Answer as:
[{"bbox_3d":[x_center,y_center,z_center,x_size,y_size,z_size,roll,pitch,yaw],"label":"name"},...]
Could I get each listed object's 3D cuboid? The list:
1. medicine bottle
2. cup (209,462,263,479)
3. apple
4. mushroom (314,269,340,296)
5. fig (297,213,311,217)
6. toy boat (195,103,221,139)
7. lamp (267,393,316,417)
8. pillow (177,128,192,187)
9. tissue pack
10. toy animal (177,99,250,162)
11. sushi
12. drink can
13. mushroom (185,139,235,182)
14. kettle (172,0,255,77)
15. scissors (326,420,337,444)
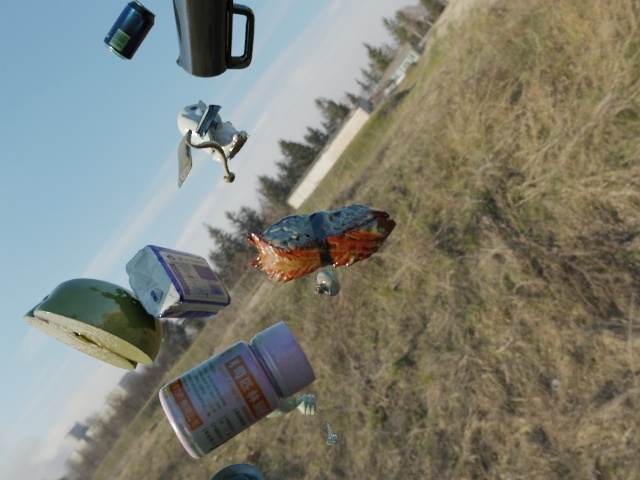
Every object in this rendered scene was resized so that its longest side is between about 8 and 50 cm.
[{"bbox_3d":[-0.223,0.403,1.570,0.388,0.219,0.219,-28,-3,-15],"label":"medicine bottle"},{"bbox_3d":[-0.269,0.864,1.878,0.199,0.198,0.150,-58,-37,-55],"label":"cup"},{"bbox_3d":[-0.657,0.258,1.655,0.320,0.360,0.312,-51,23,11],"label":"apple"},{"bbox_3d":[0.015,0.134,1.697,0.079,0.085,0.085,-34,-3,-20],"label":"mushroom"},{"bbox_3d":[-0.058,-0.019,1.943,0.167,0.233,0.167,-63,2,4],"label":"fig"},{"bbox_3d":[-0.395,-0.424,2.035,0.060,0.060,0.137,27,92,58],"label":"toy boat"},{"bbox_3d":[-0.111,0.523,1.839,0.106,0.192,0.106,-173,90,-84],"label":"lamp"},{"bbox_3d":[-0.487,-0.293,2.034,0.130,0.033,0.218,-50,39,37],"label":"pillow"},{"bbox_3d":[-0.415,0.133,1.672,0.137,0.209,0.269,-44,-20,11],"label":"tissue pack"},{"bbox_3d":[-0.443,-0.437,2.341,0.174,0.289,0.249,-54,-18,7],"label":"toy animal"},{"bbox_3d":[0.000,0.000,1.267,0.331,0.124,0.130,-16,36,-5],"label":"sushi"},{"bbox_3d":[-0.700,-0.775,2.098,0.205,0.118,0.118,-51,4,9],"label":"drink can"},{"bbox_3d":[-0.325,-0.258,1.744,0.306,0.043,0.068,55,-138,-67],"label":"mushroom"},{"bbox_3d":[-0.387,-0.763,2.023,0.262,0.203,0.308,-23,-36,-26],"label":"kettle"},{"bbox_3d":[0.027,0.555,1.652,0.036,0.006,0.083,-33,31,6],"label":"scissors"}]
